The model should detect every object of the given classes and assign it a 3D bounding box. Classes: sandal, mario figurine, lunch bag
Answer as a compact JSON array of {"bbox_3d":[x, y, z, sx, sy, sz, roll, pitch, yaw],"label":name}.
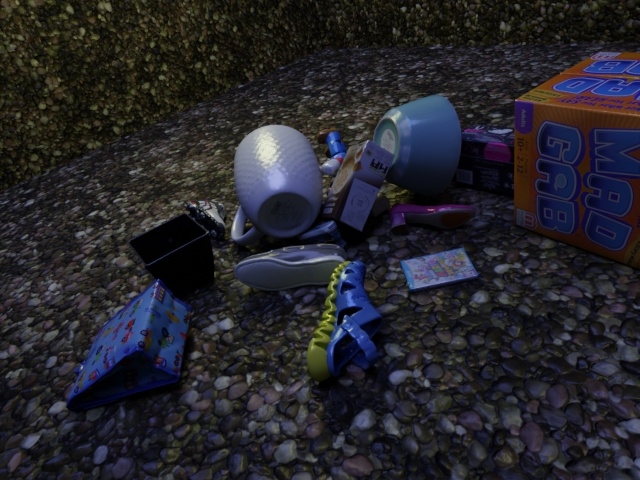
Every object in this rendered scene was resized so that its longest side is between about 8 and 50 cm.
[{"bbox_3d":[0.074,0.173,0.991,0.139,0.126,0.317,0,44,17],"label":"sandal"},{"bbox_3d":[0.048,-0.226,1.515,0.198,0.170,0.320,11,46,-33],"label":"mario figurine"},{"bbox_3d":[-0.475,0.262,1.064,0.294,0.138,0.220,-27,35,13],"label":"lunch bag"}]

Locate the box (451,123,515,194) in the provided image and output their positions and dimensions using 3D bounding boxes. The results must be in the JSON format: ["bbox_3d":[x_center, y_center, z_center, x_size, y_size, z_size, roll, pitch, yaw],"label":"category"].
[{"bbox_3d":[0.546,-0.250,1.371,0.142,0.163,0.247,-34,38,-31],"label":"box"}]

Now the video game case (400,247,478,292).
[{"bbox_3d":[0.296,0.073,1.130,0.167,0.015,0.119,-13,34,4],"label":"video game case"}]

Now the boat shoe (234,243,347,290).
[{"bbox_3d":[-0.078,0.066,1.213,0.306,0.109,0.091,-4,34,7],"label":"boat shoe"}]

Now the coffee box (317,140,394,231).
[{"bbox_3d":[0.103,-0.157,1.324,0.246,0.098,0.141,-66,19,-6],"label":"coffee box"}]

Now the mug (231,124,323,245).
[{"bbox_3d":[-0.158,-0.136,1.412,0.374,0.276,0.327,-45,33,21],"label":"mug"}]

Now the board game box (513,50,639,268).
[{"bbox_3d":[0.724,-0.207,1.058,0.357,0.355,0.357,-31,36,-22],"label":"board game box"}]

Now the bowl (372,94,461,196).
[{"bbox_3d":[0.269,-0.287,1.372,0.163,0.311,0.311,-4,29,-20],"label":"bowl"}]

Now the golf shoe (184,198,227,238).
[{"bbox_3d":[-0.382,-0.094,1.576,0.120,0.105,0.273,-24,34,-26],"label":"golf shoe"}]

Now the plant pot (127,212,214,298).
[{"bbox_3d":[-0.414,0.056,1.306,0.188,0.166,0.188,-32,36,-23],"label":"plant pot"}]

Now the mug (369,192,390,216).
[{"bbox_3d":[0.172,-0.108,1.415,0.064,0.062,0.078,-44,23,-23],"label":"mug"}]

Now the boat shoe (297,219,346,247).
[{"bbox_3d":[0.000,0.000,1.322,0.065,0.083,0.183,-37,12,-29],"label":"boat shoe"}]

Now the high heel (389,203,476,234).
[{"bbox_3d":[0.320,-0.086,1.298,0.244,0.082,0.117,-15,41,24],"label":"high heel"}]
